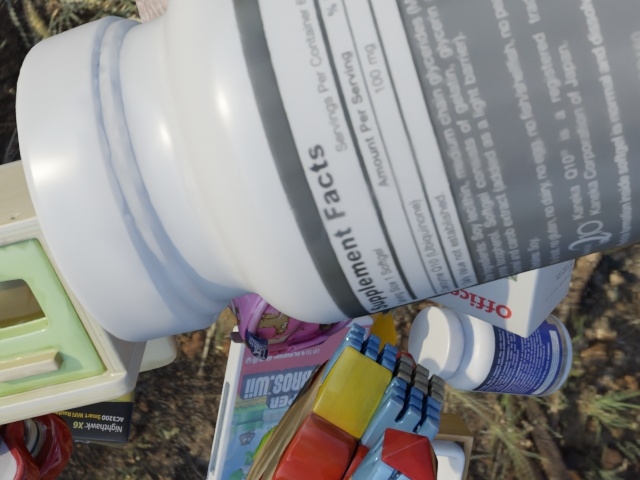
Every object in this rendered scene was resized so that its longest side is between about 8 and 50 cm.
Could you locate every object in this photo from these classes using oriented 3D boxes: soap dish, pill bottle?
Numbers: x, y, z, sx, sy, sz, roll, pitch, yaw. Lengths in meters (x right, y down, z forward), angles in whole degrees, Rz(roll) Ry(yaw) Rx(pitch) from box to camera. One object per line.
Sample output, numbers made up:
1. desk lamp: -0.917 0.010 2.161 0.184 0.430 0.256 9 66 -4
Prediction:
1. soap dish: 0.170 0.453 1.772 0.228 0.118 0.291 4 128 3
2. pill bottle: 0.295 0.190 1.571 0.264 0.153 0.153 9 84 -28
3. pill bottle: 0.050 -0.077 0.460 0.362 0.210 0.210 -16 96 10

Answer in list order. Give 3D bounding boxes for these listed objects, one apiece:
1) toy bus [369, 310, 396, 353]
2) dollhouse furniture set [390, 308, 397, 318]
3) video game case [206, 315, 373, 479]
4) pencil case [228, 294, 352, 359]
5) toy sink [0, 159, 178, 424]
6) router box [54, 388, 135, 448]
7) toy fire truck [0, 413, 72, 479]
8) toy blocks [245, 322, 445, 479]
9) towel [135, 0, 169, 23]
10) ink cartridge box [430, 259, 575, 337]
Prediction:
1. toy bus: 0.019 0.057 1.450 0.108 0.130 0.333 -35 116 -32
2. dollhouse furniture set: 0.085 0.126 1.789 0.144 0.123 0.151 22 73 16
3. video game case: -0.044 0.234 1.187 0.204 0.025 0.285 -3 114 -35
4. pencil case: -0.119 -0.046 0.935 0.167 0.386 0.160 -47 151 1
5. toy sink: -0.234 0.064 0.751 0.152 0.131 0.234 -13 122 8
6. router box: -0.455 0.198 1.464 0.308 0.081 0.243 10 68 -18
7. toy fire truck: -0.469 0.246 1.081 0.254 0.302 0.169 -43 144 -5
8. toy blocks: 0.010 0.202 0.804 0.190 0.381 0.261 32 108 -1
9. towel: -0.180 -0.235 1.350 0.053 0.332 0.317 -24 122 -23
10. ink cartridge box: 0.183 -0.063 1.011 0.121 0.211 0.289 -36 137 -43
